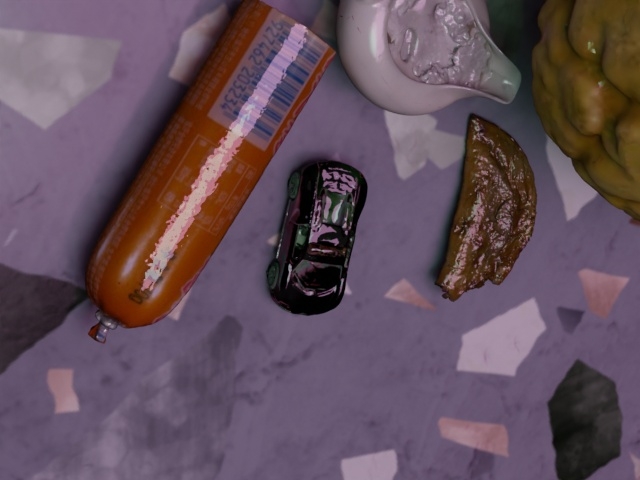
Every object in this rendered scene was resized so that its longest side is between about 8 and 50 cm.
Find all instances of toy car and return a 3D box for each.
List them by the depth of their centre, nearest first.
[{"bbox_3d":[0.000,0.000,1.549,0.069,0.055,0.142,10,99,-21],"label":"toy car"}]

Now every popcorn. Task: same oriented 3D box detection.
[{"bbox_3d":[0.374,-0.166,1.492,0.390,0.354,0.344,-5,112,-67],"label":"popcorn"}]

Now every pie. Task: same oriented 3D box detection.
[{"bbox_3d":[0.155,-0.023,1.621,0.092,0.034,0.170,14,92,-23],"label":"pie"}]

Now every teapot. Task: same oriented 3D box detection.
[{"bbox_3d":[0.070,-0.183,1.500,0.226,0.092,0.145,28,81,-34],"label":"teapot"}]

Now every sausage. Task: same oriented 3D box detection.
[{"bbox_3d":[-0.105,-0.048,1.472,0.093,0.093,0.312,31,91,-26],"label":"sausage"}]
